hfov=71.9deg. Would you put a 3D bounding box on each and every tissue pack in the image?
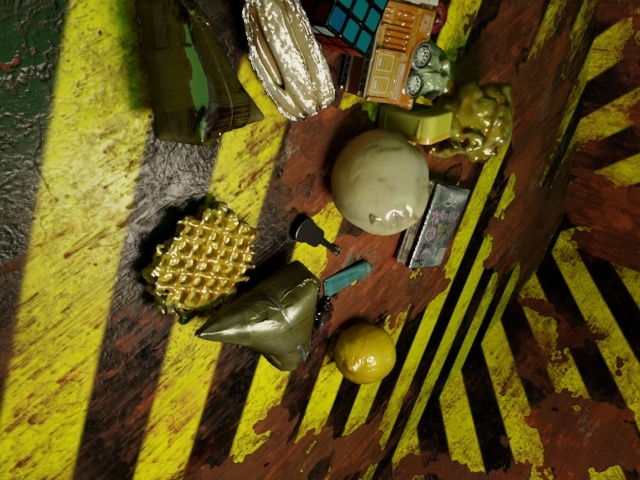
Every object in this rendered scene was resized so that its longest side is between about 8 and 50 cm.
[{"bbox_3d":[0.455,-0.062,1.794,0.259,0.122,0.362,0,111,-45],"label":"tissue pack"}]

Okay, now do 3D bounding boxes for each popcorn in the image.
[{"bbox_3d":[0.523,-0.435,1.527,0.325,0.289,0.322,-40,141,-68],"label":"popcorn"}]

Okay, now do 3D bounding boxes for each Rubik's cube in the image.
[{"bbox_3d":[0.037,-0.543,1.020,0.160,0.163,0.162,12,107,-49],"label":"Rubik's cube"}]

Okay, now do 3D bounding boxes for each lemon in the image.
[{"bbox_3d":[0.172,0.431,1.696,0.236,0.235,0.263,-55,161,-8],"label":"lemon"}]

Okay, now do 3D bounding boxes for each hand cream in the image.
[{"bbox_3d":[0.100,0.133,1.595,0.224,0.048,0.083,-25,129,-28],"label":"hand cream"}]

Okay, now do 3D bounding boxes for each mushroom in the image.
[{"bbox_3d":[0.178,-0.162,1.362,0.314,0.314,0.336,-56,171,-7],"label":"mushroom"}]

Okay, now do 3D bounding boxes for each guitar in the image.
[{"bbox_3d":[0.002,0.001,1.404,0.271,0.038,0.084,33,89,-51],"label":"guitar"}]

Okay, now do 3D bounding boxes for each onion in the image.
[{"bbox_3d":[0.330,-0.669,1.316,0.107,0.097,0.107,-14,129,-18],"label":"onion"}]

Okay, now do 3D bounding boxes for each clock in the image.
[{"bbox_3d":[0.290,-0.366,1.366,0.143,0.202,0.096,-22,126,-38],"label":"clock"}]

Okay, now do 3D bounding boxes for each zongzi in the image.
[{"bbox_3d":[-0.217,-0.355,0.901,0.300,0.145,0.274,-37,133,-51],"label":"zongzi"},{"bbox_3d":[-0.177,0.285,1.267,0.392,0.174,0.356,-29,136,-38],"label":"zongzi"}]

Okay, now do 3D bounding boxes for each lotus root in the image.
[{"bbox_3d":[-0.082,-0.425,1.005,0.167,0.078,0.329,-25,141,1],"label":"lotus root"}]

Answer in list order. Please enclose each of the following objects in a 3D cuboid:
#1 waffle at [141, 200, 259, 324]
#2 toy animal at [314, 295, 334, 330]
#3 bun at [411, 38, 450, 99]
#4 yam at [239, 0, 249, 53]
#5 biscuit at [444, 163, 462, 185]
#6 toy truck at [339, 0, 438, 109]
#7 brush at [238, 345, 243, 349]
[{"bbox_3d":[-0.294,0.057,1.096,0.329,0.062,0.330,-27,132,-35],"label":"waffle"},{"bbox_3d":[-0.006,0.240,1.533,0.107,0.062,0.220,-25,134,-3],"label":"toy animal"},{"bbox_3d":[0.319,-0.512,1.348,0.213,0.126,0.204,-54,130,-22],"label":"bun"},{"bbox_3d":[-0.160,-0.465,0.960,0.021,0.021,0.116,-29,131,-34],"label":"yam"},{"bbox_3d":[0.558,-0.269,1.862,0.129,0.019,0.120,-2,114,-46],"label":"biscuit"},{"bbox_3d":[0.182,-0.560,1.159,0.206,0.173,0.388,-7,120,-35],"label":"toy truck"},{"bbox_3d":[-0.225,0.304,1.363,0.083,0.008,0.024,-48,138,-17],"label":"brush"}]
